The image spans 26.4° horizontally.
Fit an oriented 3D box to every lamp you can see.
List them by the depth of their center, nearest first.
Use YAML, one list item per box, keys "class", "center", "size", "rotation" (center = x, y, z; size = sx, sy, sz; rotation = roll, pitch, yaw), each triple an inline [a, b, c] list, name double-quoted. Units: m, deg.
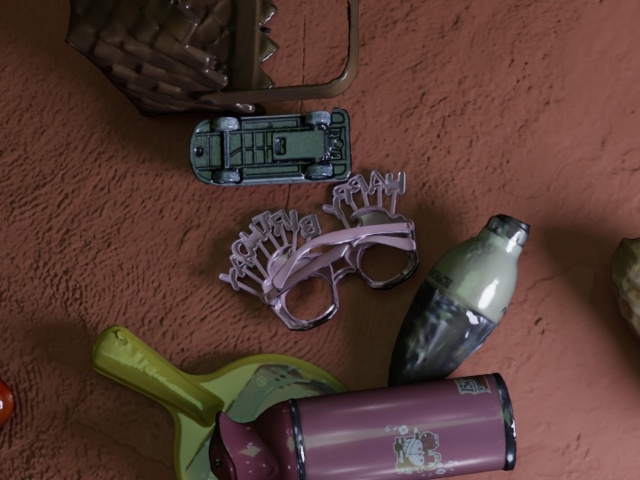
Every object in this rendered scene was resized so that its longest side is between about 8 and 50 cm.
- class: "lamp"
  center: [0.157, 0.077, 1.561]
  size: [0.101, 0.101, 0.250]
  rotation: [32, 92, 14]

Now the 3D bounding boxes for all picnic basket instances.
- class: "picnic basket"
  center: [-0.113, -0.283, 1.587]
  size: [0.320, 0.291, 0.254]
  rotation: [-1, 75, 15]

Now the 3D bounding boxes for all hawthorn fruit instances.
- class: "hawthorn fruit"
  center: [-0.401, 0.181, 1.593]
  size: [0.093, 0.093, 0.093]
  rotation: [-2, 74, 6]

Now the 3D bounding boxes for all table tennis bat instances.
- class: "table tennis bat"
  center: [-0.109, 0.208, 1.575]
  size: [0.368, 0.054, 0.224]
  rotation: [33, 78, 10]

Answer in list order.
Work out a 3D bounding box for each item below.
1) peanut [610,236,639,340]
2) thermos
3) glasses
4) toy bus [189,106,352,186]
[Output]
- class: "peanut"
  center: [0.427, 0.114, 1.498]
  size: [0.120, 0.136, 0.298]
  rotation: [-38, 73, -1]
- class: "thermos"
  center: [0.042, 0.228, 1.509]
  size: [0.330, 0.136, 0.110]
  rotation: [-7, 48, -4]
- class: "glasses"
  center: [-0.001, -0.001, 1.601]
  size: [0.255, 0.095, 0.162]
  rotation: [-24, 54, -3]
- class: "toy bus"
  center: [-0.056, -0.106, 1.635]
  size: [0.193, 0.089, 0.087]
  rotation: [-3, 83, 6]
